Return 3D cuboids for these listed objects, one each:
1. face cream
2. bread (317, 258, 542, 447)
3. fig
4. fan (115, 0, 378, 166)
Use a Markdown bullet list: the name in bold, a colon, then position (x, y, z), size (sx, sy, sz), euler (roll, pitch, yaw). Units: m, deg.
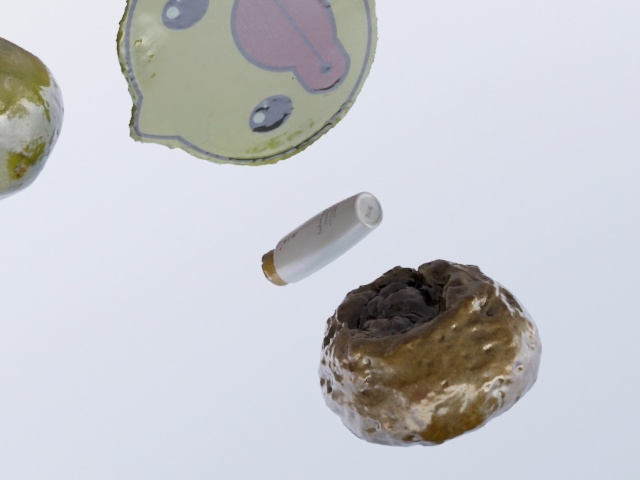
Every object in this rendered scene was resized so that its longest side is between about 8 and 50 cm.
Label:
- **face cream**: position (0.000, 0.000, 1.491), size (0.182, 0.051, 0.072), euler (-33, -149, 46)
- **bread**: position (0.101, 0.104, 1.295), size (0.230, 0.123, 0.230), euler (-13, -152, 7)
- **fig**: position (-0.271, -0.088, 0.988), size (0.133, 0.127, 0.185), euler (-33, -175, 13)
- **fan**: position (-0.021, -0.184, 1.036), size (0.335, 0.229, 0.011), euler (-38, -141, 4)
